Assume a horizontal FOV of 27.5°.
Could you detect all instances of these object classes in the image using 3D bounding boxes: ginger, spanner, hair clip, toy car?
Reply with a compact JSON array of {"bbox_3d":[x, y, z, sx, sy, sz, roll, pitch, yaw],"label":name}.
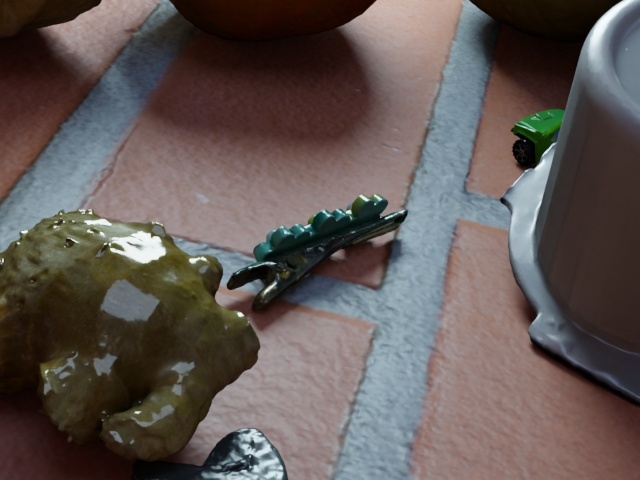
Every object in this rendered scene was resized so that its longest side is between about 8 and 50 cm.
[{"bbox_3d":[-0.145,0.051,0.818,0.216,0.102,0.157,25,58,22],"label":"ginger"},{"bbox_3d":[-0.109,0.200,0.684,0.093,0.026,0.325,22,38,15],"label":"spanner"},{"bbox_3d":[0.000,-0.001,0.977,0.049,0.049,0.173,34,43,31],"label":"hair clip"},{"bbox_3d":[0.239,-0.070,1.120,0.071,0.062,0.165,-19,44,-35],"label":"toy car"}]

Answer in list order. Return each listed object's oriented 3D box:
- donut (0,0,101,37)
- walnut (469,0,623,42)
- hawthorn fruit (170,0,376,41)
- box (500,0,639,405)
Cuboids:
[{"bbox_3d":[-0.304,-0.327,1.167,0.150,0.299,0.317,-14,73,-48],"label":"donut"},{"bbox_3d":[0.280,-0.383,1.321,0.308,0.354,0.398,21,33,38],"label":"walnut"},{"bbox_3d":[-0.045,-0.326,1.263,0.277,0.277,0.298,12,13,3],"label":"hawthorn fruit"},{"bbox_3d":[0.285,-0.048,0.915,0.291,0.206,0.262,-3,52,0],"label":"box"}]
